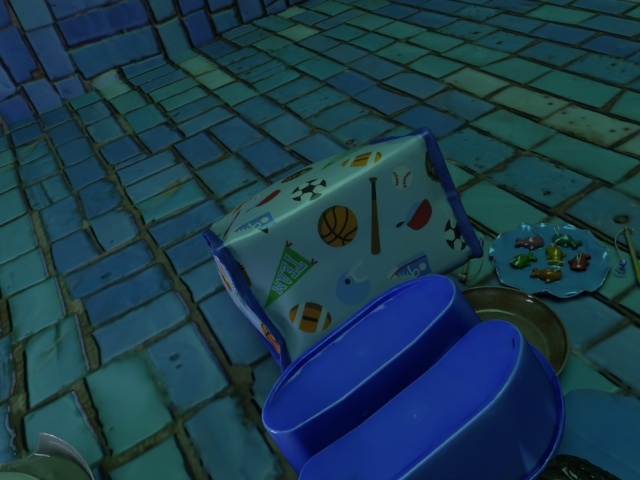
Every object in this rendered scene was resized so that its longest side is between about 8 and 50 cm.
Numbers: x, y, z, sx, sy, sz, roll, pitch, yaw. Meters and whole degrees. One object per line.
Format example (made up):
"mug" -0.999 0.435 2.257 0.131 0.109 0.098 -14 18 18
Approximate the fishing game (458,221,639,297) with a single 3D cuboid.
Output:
"fishing game" 0.362 0.020 0.875 0.264 0.041 0.189 3 39 22

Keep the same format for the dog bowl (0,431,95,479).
"dog bowl" -0.400 0.400 0.625 0.349 0.102 0.348 -9 40 8

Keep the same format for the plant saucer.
"plant saucer" 0.239 0.145 0.767 0.199 0.036 0.198 -9 40 7

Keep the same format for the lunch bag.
"lunch bag" 0.000 0.000 0.858 0.328 0.238 0.385 -28 15 -13

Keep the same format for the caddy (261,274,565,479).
"caddy" 0.105 0.206 0.624 0.341 0.179 0.241 -37 33 -6

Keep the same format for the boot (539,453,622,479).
"boot" 0.258 0.367 0.416 0.260 0.131 0.348 9 54 37

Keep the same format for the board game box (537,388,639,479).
"board game box" 0.316 0.245 0.626 0.169 0.033 0.133 -30 35 -24
